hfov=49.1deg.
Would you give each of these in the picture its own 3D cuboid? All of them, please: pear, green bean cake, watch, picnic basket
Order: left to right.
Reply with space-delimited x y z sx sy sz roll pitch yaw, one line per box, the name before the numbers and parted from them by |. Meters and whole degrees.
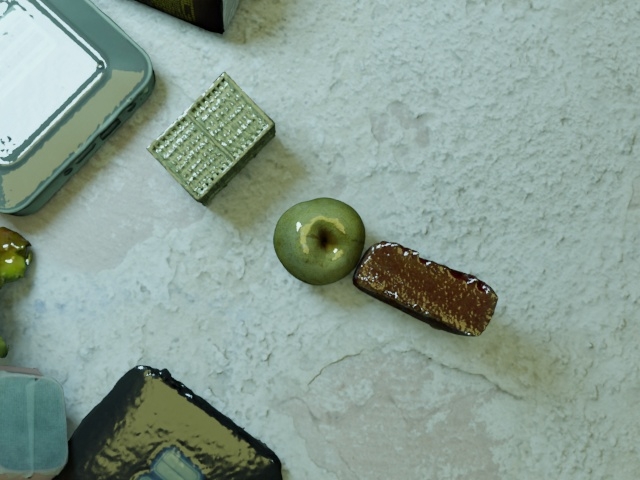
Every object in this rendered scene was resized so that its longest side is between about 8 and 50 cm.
watch | -0.562 0.357 1.182 0.241 0.161 0.253 -25 62 26
picnic basket | -0.192 -0.176 1.268 0.134 0.154 0.196 44 88 -4
pear | 0.000 0.000 1.272 0.167 0.136 0.167 0 87 -6
green bean cake | 0.178 0.084 1.244 0.232 0.198 0.097 26 82 2

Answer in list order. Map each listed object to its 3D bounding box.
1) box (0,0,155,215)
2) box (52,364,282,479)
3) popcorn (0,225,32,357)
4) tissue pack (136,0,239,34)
box | -0.560 -0.297 1.280 0.396 0.111 0.396 41 83 0
box | -0.288 0.439 1.238 0.359 0.091 0.350 37 85 0
popcorn | -0.654 0.079 1.147 0.290 0.321 0.326 -27 105 0
tissue pack | -0.314 -0.547 1.259 0.369 0.210 0.198 22 75 -2
